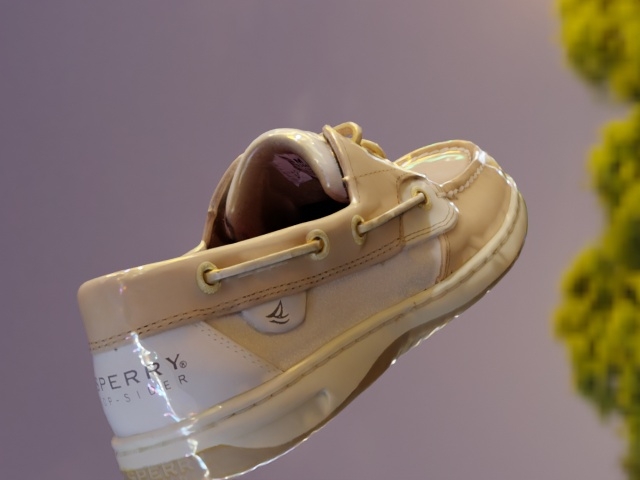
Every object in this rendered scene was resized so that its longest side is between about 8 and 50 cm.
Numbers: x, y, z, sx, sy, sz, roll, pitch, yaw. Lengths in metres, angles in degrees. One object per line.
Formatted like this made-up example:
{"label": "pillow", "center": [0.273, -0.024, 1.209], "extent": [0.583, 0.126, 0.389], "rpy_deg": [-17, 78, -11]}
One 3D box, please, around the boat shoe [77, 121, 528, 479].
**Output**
{"label": "boat shoe", "center": [0.000, 0.000, 0.463], "extent": [0.170, 0.063, 0.059], "rpy_deg": [-39, -71, -57]}
